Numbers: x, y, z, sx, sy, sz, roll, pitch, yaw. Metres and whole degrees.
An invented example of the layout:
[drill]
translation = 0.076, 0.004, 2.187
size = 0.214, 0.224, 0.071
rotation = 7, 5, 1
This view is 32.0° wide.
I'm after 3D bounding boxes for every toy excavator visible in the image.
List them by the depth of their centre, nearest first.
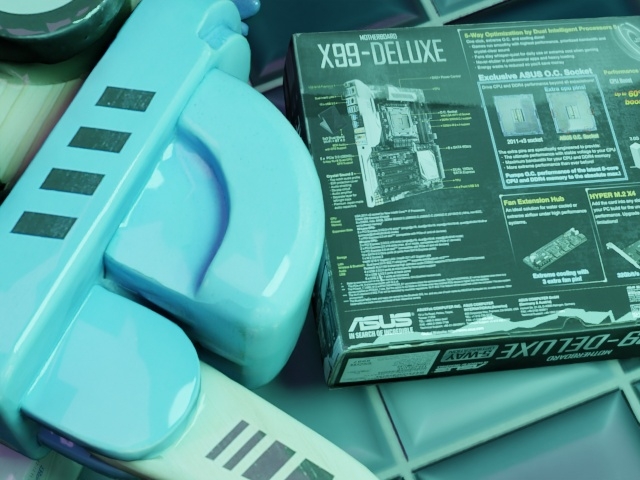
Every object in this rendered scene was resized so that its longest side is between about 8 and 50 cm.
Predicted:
[toy excavator]
translation = -0.075, 0.074, 0.625
size = 0.445, 0.222, 0.433
rotation = 24, 67, 6

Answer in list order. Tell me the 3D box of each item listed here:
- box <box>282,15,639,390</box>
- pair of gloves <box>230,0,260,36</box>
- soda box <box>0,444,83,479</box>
[box]
translation = 0.139, -0.035, 0.781
size = 0.307, 0.076, 0.242
rotation = -5, 65, -9
[pair of gloves]
translation = -0.117, -0.251, 0.970
size = 0.159, 0.023, 0.198
rotation = 10, 68, 10
[soda box]
translation = -0.201, 0.099, 0.775
size = 0.098, 0.091, 0.286
rotation = 16, 65, 12
